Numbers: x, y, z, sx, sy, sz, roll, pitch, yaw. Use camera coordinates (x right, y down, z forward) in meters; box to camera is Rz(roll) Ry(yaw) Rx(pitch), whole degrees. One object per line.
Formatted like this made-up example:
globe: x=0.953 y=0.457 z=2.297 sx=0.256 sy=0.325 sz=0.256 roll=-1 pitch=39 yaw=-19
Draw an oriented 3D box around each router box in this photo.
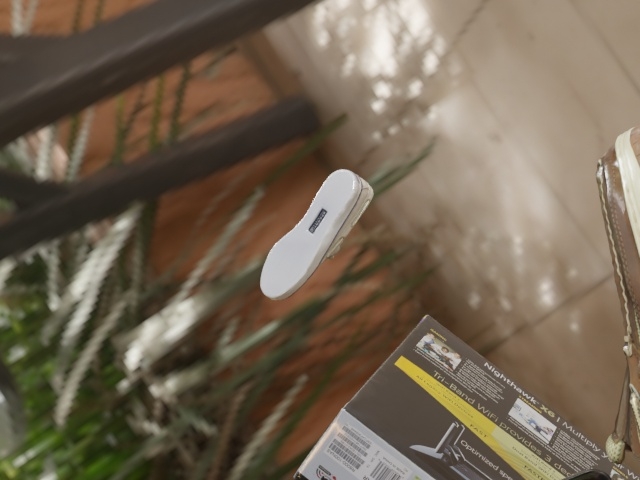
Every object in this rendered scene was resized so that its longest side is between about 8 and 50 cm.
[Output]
router box: x=0.155 y=0.213 z=1.363 sx=0.309 sy=0.081 sz=0.243 roll=37 pitch=-157 yaw=7

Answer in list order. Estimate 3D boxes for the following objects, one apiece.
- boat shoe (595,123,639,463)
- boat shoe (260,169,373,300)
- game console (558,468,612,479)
boat shoe: x=0.165 y=0.074 z=0.765 sx=0.095 sy=0.095 sz=0.257 roll=-32 pitch=63 yaw=36
boat shoe: x=0.000 y=0.000 z=1.106 sx=0.035 sy=0.100 sz=0.035 roll=39 pitch=-172 yaw=40
game console: x=0.133 y=0.228 z=1.008 sx=0.124 sy=0.144 sz=0.085 roll=-112 pitch=0 yaw=-45
